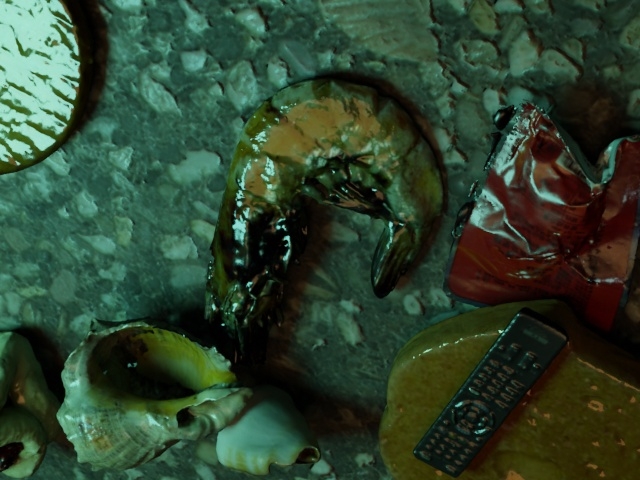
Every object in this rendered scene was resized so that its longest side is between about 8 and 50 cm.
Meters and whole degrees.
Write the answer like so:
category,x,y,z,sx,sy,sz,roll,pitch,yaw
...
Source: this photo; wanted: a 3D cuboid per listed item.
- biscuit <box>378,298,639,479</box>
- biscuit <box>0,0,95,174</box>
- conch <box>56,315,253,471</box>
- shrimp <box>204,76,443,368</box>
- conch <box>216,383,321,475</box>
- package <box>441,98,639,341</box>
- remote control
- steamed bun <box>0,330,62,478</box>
category,x,y,z,sx,sy,sz,roll,pitch,yaw
biscuit,0.237,0.262,1.323,0.350,0.078,0.455,6,122,14
biscuit,-0.392,-0.215,1.257,0.318,0.040,0.318,7,119,13
conch,-0.197,0.169,1.344,0.245,0.163,0.178,-8,132,18
shrimp,0.000,0.000,1.256,0.233,0.071,0.365,15,116,1
conch,-0.058,0.233,1.354,0.104,0.176,0.094,3,115,-32
package,0.234,-0.013,1.181,0.194,0.071,0.269,24,126,16
remote control,0.176,0.166,1.237,0.063,0.025,0.245,31,125,0
steamed bun,-0.393,0.220,1.443,0.141,0.172,0.155,-17,131,34
